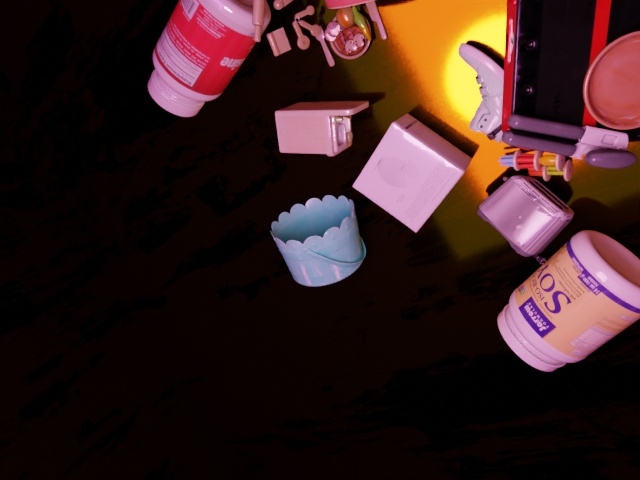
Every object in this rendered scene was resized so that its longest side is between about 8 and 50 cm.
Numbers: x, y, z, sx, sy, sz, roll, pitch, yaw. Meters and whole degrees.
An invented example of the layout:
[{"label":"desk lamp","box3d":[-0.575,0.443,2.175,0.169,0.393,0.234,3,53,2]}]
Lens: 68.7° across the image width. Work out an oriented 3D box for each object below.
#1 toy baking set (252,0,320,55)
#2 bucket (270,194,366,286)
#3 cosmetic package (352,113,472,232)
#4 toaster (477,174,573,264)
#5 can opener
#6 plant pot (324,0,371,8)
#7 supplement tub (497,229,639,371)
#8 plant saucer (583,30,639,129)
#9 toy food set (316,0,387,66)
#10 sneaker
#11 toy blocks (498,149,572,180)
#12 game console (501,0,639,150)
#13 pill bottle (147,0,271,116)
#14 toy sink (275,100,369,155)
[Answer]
[{"label":"toy baking set","box3d":[-0.088,-0.622,1.234,0.030,0.197,0.256,32,126,54]},{"label":"bucket","box3d":[0.000,0.000,1.455,0.281,0.281,0.183,-2,122,29]},{"label":"cosmetic package","box3d":[0.253,-0.187,1.300,0.225,0.138,0.224,38,126,7]},{"label":"toaster","box3d":[0.530,-0.063,1.198,0.227,0.129,0.146,53,127,28]},{"label":"can opener","box3d":[0.553,-0.216,1.032,0.284,0.095,0.075,9,117,-6]},{"label":"plant pot","box3d":[0.085,-0.686,1.074,0.275,0.275,0.243,2,124,27]},{"label":"supplement tub","box3d":[0.648,0.162,1.207,0.241,0.241,0.331,37,125,7]},{"label":"plant saucer","box3d":[0.661,-0.339,0.995,0.200,0.037,0.199,3,116,6]},{"label":"toy food set","box3d":[0.073,-0.559,1.265,0.192,0.038,0.132,-17,106,33]},{"label":"sneaker","box3d":[0.399,-0.356,1.158,0.256,0.094,0.151,44,120,-2]},{"label":"toy blocks","box3d":[0.538,-0.188,1.177,0.148,0.123,0.054,9,82,43]},{"label":"game console","box3d":[0.586,-0.397,1.030,0.342,0.060,0.386,-4,115,8]},{"label":"pill bottle","box3d":[-0.342,-0.562,1.367,0.229,0.229,0.408,48,127,-2]},{"label":"toy sink","box3d":[0.012,-0.323,1.350,0.234,0.153,0.131,6,117,24]}]
